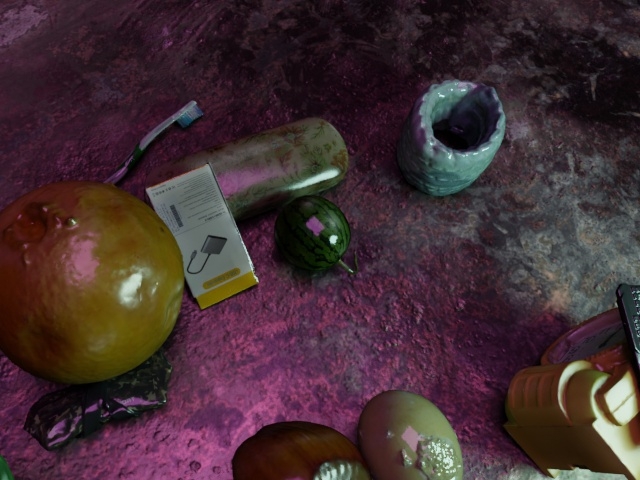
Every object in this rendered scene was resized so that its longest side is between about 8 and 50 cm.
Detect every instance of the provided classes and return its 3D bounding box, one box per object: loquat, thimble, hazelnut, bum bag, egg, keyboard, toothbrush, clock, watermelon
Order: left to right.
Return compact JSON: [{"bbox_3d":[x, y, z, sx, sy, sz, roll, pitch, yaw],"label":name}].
[{"bbox_3d":[-0.377,0.066,1.018,0.329,0.328,0.328,4,62,-7],"label":"loquat"},{"bbox_3d":[-0.362,0.266,1.057,0.248,0.069,0.102,-23,32,-18],"label":"bum bag"},{"bbox_3d":[-0.395,-0.158,1.293,0.418,0.042,0.040,-46,109,-27],"label":"toothbrush"},{"bbox_3d":[-0.035,0.383,0.996,0.210,0.210,0.186,-13,88,-15],"label":"hazelnut"},{"bbox_3d":[0.000,0.000,1.217,0.187,0.140,0.141,42,64,6],"label":"watermelon"},{"bbox_3d":[0.148,0.342,1.048,0.164,0.164,0.201,-28,72,-21],"label":"egg"},{"bbox_3d":[0.280,-0.228,1.362,0.205,0.172,0.250,31,64,10],"label":"thimble"},{"bbox_3d":[0.493,0.247,1.114,0.317,0.244,0.200,-35,93,-29],"label":"clock"},{"bbox_3d":[0.530,0.193,0.999,0.106,0.016,0.262,1,71,-24],"label":"keyboard"}]

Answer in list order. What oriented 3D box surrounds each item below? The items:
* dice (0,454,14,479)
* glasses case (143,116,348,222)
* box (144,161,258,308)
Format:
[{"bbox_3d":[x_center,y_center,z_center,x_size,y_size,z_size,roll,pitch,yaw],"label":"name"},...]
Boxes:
[{"bbox_3d":[-0.540,0.444,0.811,0.297,0.287,0.300,-16,67,-16],"label":"dice"},{"bbox_3d":[-0.143,-0.131,1.284,0.425,0.098,0.156,-21,79,-19],"label":"glasses case"},{"bbox_3d":[-0.219,-0.008,1.185,0.129,0.033,0.247,-25,104,-17],"label":"box"}]
